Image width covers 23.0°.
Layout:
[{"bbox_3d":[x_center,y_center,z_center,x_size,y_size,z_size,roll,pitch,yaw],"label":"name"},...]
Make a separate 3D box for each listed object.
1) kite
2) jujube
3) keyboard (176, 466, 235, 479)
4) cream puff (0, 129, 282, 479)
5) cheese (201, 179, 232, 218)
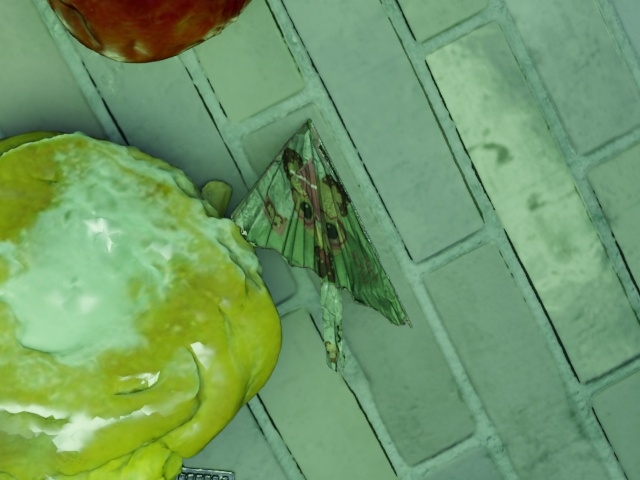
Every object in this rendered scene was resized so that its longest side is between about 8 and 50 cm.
[{"bbox_3d":[0.000,0.000,1.494,0.013,0.323,0.267,-21,62,26],"label":"kite"},{"bbox_3d":[-0.115,-0.305,1.406,0.318,0.223,0.223,-43,102,-10],"label":"jujube"},{"bbox_3d":[-0.132,0.326,1.591,0.074,0.015,0.196,6,96,-10],"label":"keyboard"},{"bbox_3d":[-0.239,0.095,1.421,0.378,0.275,0.378,5,64,-10],"label":"cream puff"},{"bbox_3d":[-0.112,-0.019,1.532,0.030,0.044,0.083,20,97,5],"label":"cheese"}]
